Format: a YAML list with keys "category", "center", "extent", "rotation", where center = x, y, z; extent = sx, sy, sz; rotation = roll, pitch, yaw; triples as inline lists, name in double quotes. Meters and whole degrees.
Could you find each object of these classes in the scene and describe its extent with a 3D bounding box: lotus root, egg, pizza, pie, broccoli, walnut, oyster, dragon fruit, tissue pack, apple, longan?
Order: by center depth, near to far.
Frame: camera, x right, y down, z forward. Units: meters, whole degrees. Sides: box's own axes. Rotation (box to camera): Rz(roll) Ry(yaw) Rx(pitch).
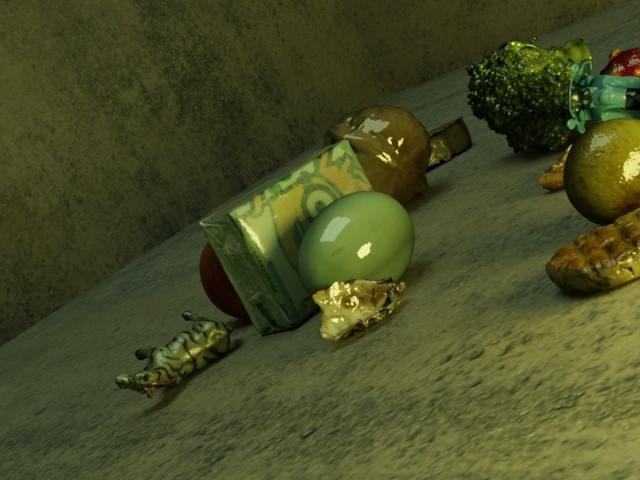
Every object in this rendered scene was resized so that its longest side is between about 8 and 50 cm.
- category: "pie"
  center: [0.373, 0.009, 1.420]
  extent: [0.195, 0.046, 0.195]
  rotation: [-27, 9, 4]
- category: "longan"
  center: [0.412, -0.086, 1.553]
  extent: [0.155, 0.145, 0.176]
  rotation: [-49, 51, 6]
- category: "oyster"
  center: [0.063, 0.100, 1.737]
  extent: [0.148, 0.051, 0.103]
  rotation: [-17, 49, -5]
- category: "egg"
  center: [0.057, 0.014, 1.858]
  extent: [0.168, 0.168, 0.231]
  rotation: [-17, 20, 47]
- category: "pizza"
  center: [0.465, -0.150, 1.947]
  extent: [0.185, 0.052, 0.195]
  rotation: [-17, 14, 34]
- category: "tissue pack"
  center: [-0.027, -0.010, 2.034]
  extent: [0.311, 0.228, 0.128]
  rotation: [-35, 11, -37]
- category: "dragon fruit"
  center: [0.619, -0.306, 2.123]
  extent: [0.246, 0.125, 0.125]
  rotation: [-6, 20, 47]
- category: "apple"
  center: [-0.131, 0.058, 2.158]
  extent: [0.195, 0.173, 0.160]
  rotation: [-26, -14, 15]
- category: "broccoli"
  center: [0.436, -0.296, 2.270]
  extent: [0.245, 0.248, 0.288]
  rotation: [-26, 52, -25]
- category: "walnut"
  center: [0.118, -0.167, 2.425]
  extent: [0.248, 0.248, 0.248]
  rotation: [-27, 10, 5]
- category: "lotus root"
  center: [0.234, -0.204, 2.733]
  extent: [0.261, 0.074, 0.170]
  rotation: [-30, 10, -1]

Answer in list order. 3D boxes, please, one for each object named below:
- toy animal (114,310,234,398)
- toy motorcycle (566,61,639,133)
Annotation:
- category: "toy animal"
  center: [-0.261, 0.207, 1.997]
  extent: [0.170, 0.090, 0.255]
  rotation: [-11, 21, 44]
- category: "toy motorcycle"
  center: [0.515, -0.237, 1.918]
  extent: [0.182, 0.123, 0.272]
  rotation: [0, 5, -33]
